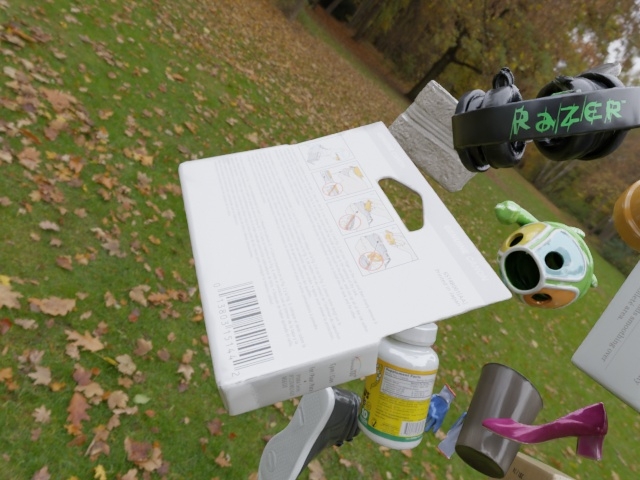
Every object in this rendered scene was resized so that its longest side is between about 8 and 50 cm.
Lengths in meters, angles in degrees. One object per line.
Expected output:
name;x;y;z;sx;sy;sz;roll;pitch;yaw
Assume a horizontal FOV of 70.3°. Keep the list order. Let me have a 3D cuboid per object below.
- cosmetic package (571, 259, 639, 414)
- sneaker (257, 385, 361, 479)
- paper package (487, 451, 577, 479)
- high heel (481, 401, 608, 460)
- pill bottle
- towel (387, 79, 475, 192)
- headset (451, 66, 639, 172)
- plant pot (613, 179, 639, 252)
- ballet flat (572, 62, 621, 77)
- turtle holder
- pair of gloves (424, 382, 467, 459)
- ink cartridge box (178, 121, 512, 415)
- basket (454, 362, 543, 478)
cosmetic package;0.731;0.210;0.734;0.327;0.329;0.393;20;15;-32
sneaker;-0.012;0.424;0.947;0.147;0.295;0.104;21;17;-39
paper package;0.689;0.884;1.486;0.168;0.309;0.325;28;-13;-2
high heel;0.484;0.389;0.992;0.244;0.117;0.082;4;-13;27
pill bottle;0.140;0.239;0.796;0.118;0.208;0.117;11;6;-1
towel;0.310;-0.247;1.142;0.282;0.187;0.049;29;31;-26
headset;0.323;-0.206;0.700;0.394;0.243;0.185;-38;123;-75
plant pot;0.823;-0.081;1.041;0.205;0.205;0.188;50;-5;20
ballet flat;0.510;-0.277;0.905;0.058;0.250;0.084;58;-19;-21
turtle holder;0.637;0.042;1.322;0.227;0.320;0.243;-5;6;-38
pair of gloves;0.372;0.530;1.324;0.023;0.159;0.198;25;17;-47
ink cartridge box;0.000;0.000;0.483;0.261;0.066;0.296;-14;48;-11
basket;0.451;0.469;1.170;0.227;0.154;0.204;-47;113;-32
